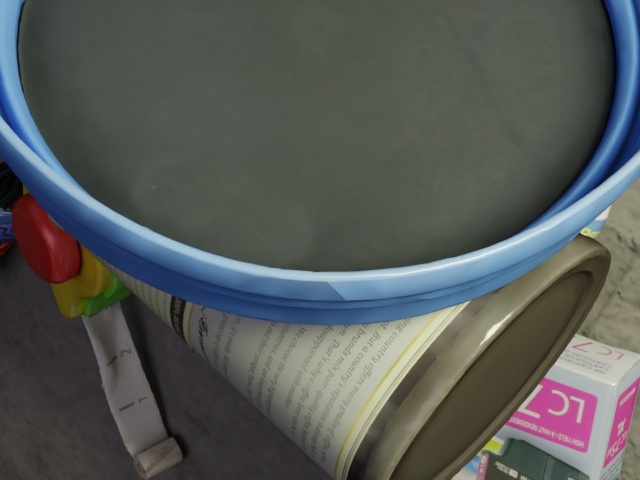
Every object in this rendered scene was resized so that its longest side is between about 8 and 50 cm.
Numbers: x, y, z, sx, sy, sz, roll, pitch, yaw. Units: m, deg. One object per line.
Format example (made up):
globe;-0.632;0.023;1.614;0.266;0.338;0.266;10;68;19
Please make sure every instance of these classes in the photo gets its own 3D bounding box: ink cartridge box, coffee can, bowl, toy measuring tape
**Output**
ink cartridge box;0.102;0.193;1.022;0.186;0.065;0.311;19;119;26
coffee can;0.000;0.000;0.865;0.275;0.201;0.201;41;125;19
bowl;0.001;-0.129;0.782;0.391;0.391;0.077;35;153;17
toy measuring tape;-0.147;0.040;1.089;0.121;0.121;0.330;-2;113;33

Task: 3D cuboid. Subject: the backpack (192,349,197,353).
backpack;-0.062;0.025;1.032;0.084;0.105;0.114;0;146;-6

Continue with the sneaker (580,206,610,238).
sneaker;0.123;-0.052;0.920;0.144;0.053;0.059;40;119;8

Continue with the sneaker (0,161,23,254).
sneaker;-0.280;-0.004;1.190;0.221;0.083;0.087;-10;116;41
